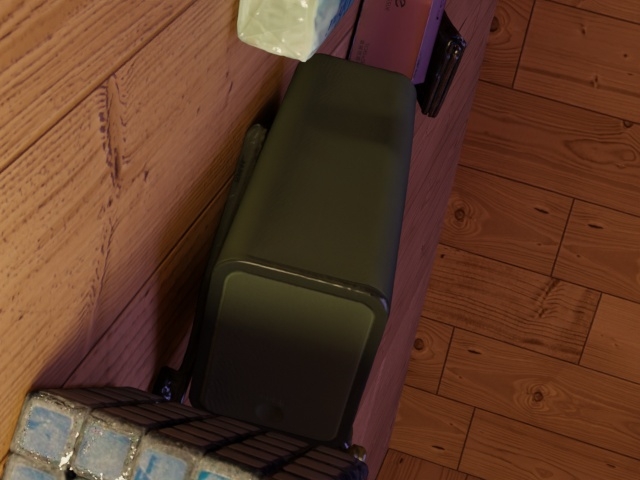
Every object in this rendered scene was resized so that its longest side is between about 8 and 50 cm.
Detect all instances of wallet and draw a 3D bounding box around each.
[{"bbox_3d":[0.149,-0.273,1.910,0.230,0.042,0.124,-111,-143,-58],"label":"wallet"}]

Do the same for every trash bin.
[{"bbox_3d":[0.000,0.000,1.339,0.343,0.158,0.223,-73,178,-47],"label":"trash bin"}]

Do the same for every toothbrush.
[{"bbox_3d":[-0.103,0.022,1.309,0.030,0.030,0.297,-10,-120,65],"label":"toothbrush"}]

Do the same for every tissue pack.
[{"bbox_3d":[0.118,-0.331,1.749,0.148,0.092,0.246,-39,144,-75],"label":"tissue pack"},{"bbox_3d":[0.012,-0.302,1.233,0.263,0.089,0.177,-59,165,-51],"label":"tissue pack"}]

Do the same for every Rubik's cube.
[{"bbox_3d":[-0.118,0.253,1.036,0.238,0.236,0.237,27,81,-81],"label":"Rubik's cube"}]

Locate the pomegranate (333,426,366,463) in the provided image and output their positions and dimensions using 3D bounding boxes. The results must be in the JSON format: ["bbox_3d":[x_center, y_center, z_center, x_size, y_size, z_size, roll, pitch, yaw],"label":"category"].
[{"bbox_3d":[-0.056,0.300,1.401,0.302,0.236,0.236,-58,175,20],"label":"pomegranate"}]
